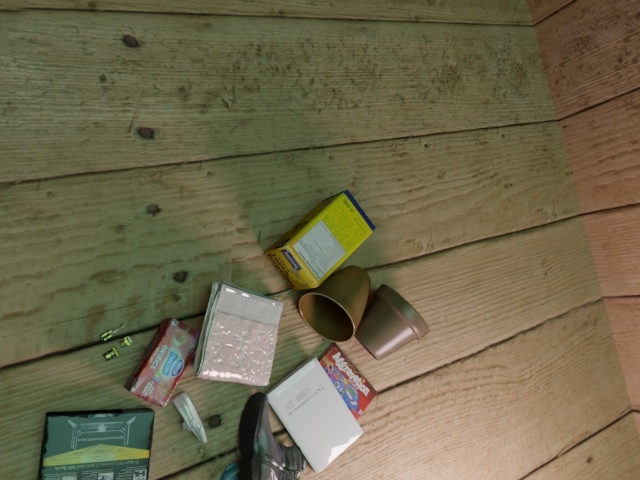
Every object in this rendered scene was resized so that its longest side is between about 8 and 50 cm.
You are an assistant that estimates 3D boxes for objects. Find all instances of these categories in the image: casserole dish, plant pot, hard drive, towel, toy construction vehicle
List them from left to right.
[{"bbox_3d":[-0.654,0.323,1.627,0.098,0.035,0.086,-29,96,-29],"label":"toy construction vehicle"},{"bbox_3d":[-0.268,0.854,1.745,0.114,0.037,0.188,-21,93,-28],"label":"casserole dish"},{"bbox_3d":[-0.267,0.327,1.751,0.332,0.053,0.317,27,68,-47],"label":"towel"},{"bbox_3d":[-0.022,0.641,1.890,0.233,0.047,0.353,-34,98,-20],"label":"hard drive"},{"bbox_3d":[0.083,0.213,1.946,0.237,0.237,0.254,52,49,-11],"label":"plant pot"},{"bbox_3d":[0.254,0.338,2.009,0.229,0.263,0.263,-42,102,-8],"label":"plant pot"}]

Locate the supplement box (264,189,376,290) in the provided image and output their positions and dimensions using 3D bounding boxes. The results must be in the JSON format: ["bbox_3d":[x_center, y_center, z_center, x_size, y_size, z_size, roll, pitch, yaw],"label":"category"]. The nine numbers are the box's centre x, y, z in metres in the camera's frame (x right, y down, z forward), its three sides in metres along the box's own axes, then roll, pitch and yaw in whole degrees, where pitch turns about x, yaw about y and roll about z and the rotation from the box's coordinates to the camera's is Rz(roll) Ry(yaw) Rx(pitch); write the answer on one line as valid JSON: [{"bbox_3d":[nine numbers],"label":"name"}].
[{"bbox_3d":[0.000,0.000,1.937,0.356,0.195,0.194,-43,102,-27],"label":"supplement box"}]

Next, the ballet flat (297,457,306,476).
[{"bbox_3d":[-0.088,0.842,1.842,0.114,0.041,0.041,-46,103,-25],"label":"ballet flat"}]

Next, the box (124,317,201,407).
[{"bbox_3d":[-0.502,0.387,1.644,0.122,0.128,0.257,35,67,-20],"label":"box"}]

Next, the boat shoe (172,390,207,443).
[{"bbox_3d":[-0.432,0.593,1.688,0.063,0.066,0.184,-26,97,-15],"label":"boat shoe"}]

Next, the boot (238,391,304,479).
[{"bbox_3d":[-0.164,0.712,1.776,0.222,0.118,0.338,21,60,-34],"label":"boot"}]

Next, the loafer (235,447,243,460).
[{"bbox_3d":[-0.234,0.757,1.775,0.125,0.039,0.045,34,68,-19],"label":"loafer"}]

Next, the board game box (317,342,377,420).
[{"bbox_3d":[0.094,0.549,1.992,0.281,0.027,0.145,50,62,-12],"label":"board game box"}]

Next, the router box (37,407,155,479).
[{"bbox_3d":[-0.670,0.640,1.540,0.308,0.081,0.243,8,78,-27],"label":"router box"}]
